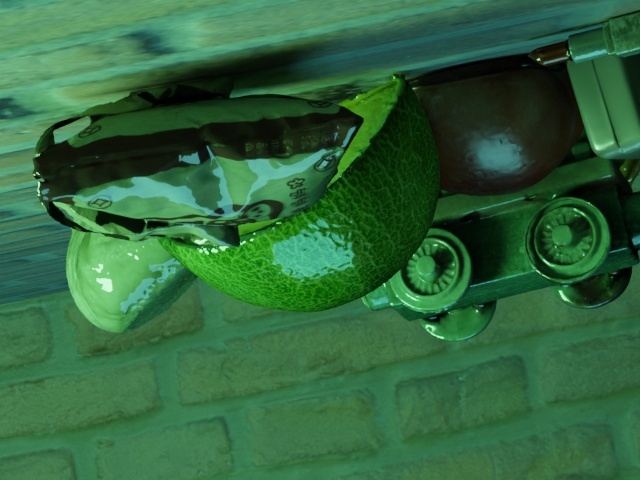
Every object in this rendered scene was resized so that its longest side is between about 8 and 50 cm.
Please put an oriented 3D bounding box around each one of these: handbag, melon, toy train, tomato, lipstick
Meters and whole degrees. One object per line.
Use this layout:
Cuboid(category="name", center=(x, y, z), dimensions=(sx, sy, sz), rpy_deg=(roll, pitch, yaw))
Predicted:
Cuboid(category="handbag", center=(-0.091, -0.055, 1.499), dimensions=(0.235, 0.127, 0.213), rpy_deg=(-9, 178, -4))
Cuboid(category="melon", center=(0.000, 0.000, 1.708), dimensions=(0.265, 0.169, 0.129), rpy_deg=(-27, -144, 19))
Cuboid(category="toy train", center=(0.174, -0.033, 1.937), dimensions=(0.304, 0.222, 0.150), rpy_deg=(-13, 159, 14))
Cuboid(category="tomato", center=(0.142, -0.094, 1.804), dimensions=(0.199, 0.112, 0.228), rpy_deg=(-12, 174, 39))
Cuboid(category="lipstick", center=(0.229, -0.160, 1.609), dimensions=(0.129, 0.030, 0.030), rpy_deg=(-12, 177, 21))

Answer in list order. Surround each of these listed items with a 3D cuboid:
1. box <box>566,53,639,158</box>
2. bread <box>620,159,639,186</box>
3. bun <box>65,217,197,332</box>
Cuboid(category="box", center=(0.302, -0.127, 1.792), dimensions=(0.055, 0.103, 0.243), rpy_deg=(-20, 173, 30))
Cuboid(category="bread", center=(0.239, -0.085, 2.115), dimensions=(0.143, 0.140, 0.229), rpy_deg=(1, 169, -36))
Cuboid(category="bun", center=(-0.157, -0.014, 1.881), dimensions=(0.212, 0.126, 0.204), rpy_deg=(-43, 178, 7))
